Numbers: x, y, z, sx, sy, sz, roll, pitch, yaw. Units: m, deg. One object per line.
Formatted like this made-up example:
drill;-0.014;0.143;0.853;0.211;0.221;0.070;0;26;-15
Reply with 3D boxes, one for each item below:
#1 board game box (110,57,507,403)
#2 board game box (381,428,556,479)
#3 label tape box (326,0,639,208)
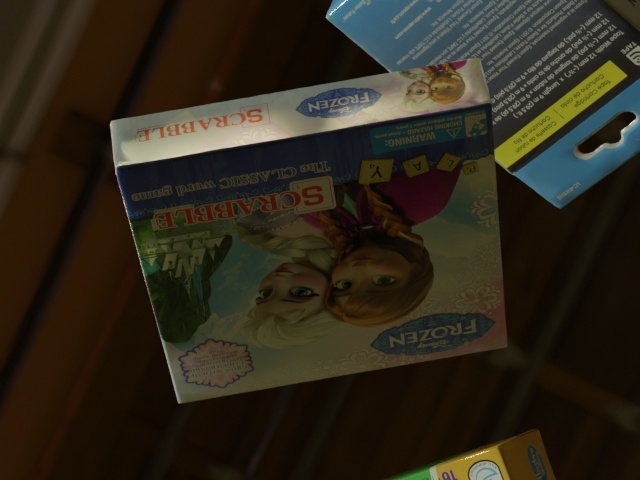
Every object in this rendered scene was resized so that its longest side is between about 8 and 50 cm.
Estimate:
board game box;0.000;0.000;1.712;0.318;0.319;0.066;79;-179;-47
board game box;0.135;0.346;1.662;0.242;0.316;0.064;-25;-6;38
label tape box;0.219;-0.226;2.067;0.249;0.348;0.115;-39;20;42
